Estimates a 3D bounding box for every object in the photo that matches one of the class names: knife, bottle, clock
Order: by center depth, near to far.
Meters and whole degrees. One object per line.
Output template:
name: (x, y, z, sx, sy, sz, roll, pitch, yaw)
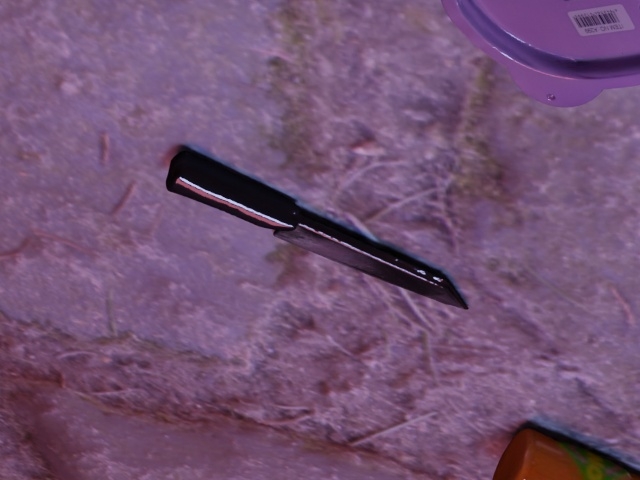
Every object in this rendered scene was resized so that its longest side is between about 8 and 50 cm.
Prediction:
clock: (0.144, -0.124, 0.829, 0.152, 0.050, 0.110, -6, 140, 38)
knife: (0.000, 0.000, 1.148, 0.230, 0.028, 0.060, 23, 162, -9)
bottle: (0.225, 0.206, 1.286, 0.187, 0.069, 0.069, 24, 149, -10)
